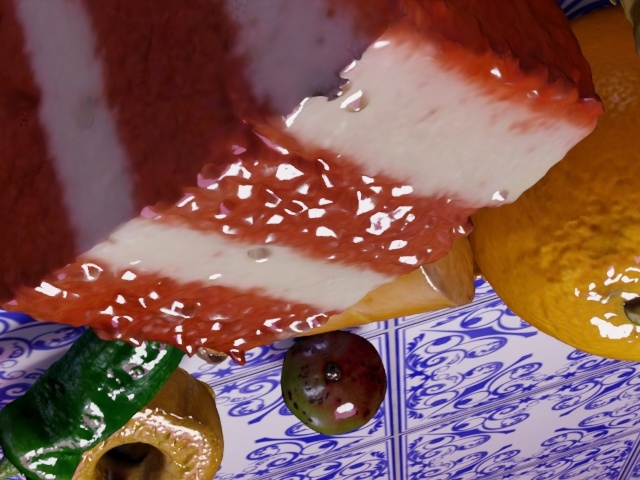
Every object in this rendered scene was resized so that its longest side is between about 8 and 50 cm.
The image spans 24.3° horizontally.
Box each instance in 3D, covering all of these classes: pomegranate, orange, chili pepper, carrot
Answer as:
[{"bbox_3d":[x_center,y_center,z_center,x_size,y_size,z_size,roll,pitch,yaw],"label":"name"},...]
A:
[{"bbox_3d":[0.024,0.171,1.793,0.129,0.129,0.159,-29,163,23],"label":"pomegranate"},{"bbox_3d":[0.269,-0.048,1.253,0.312,0.312,0.312,-16,157,-7],"label":"orange"},{"bbox_3d":[-0.229,0.148,1.489,0.270,0.099,0.136,-46,175,-1],"label":"chili pepper"},{"bbox_3d":[0.000,0.000,1.349,0.254,0.196,0.196,-18,159,24],"label":"carrot"}]

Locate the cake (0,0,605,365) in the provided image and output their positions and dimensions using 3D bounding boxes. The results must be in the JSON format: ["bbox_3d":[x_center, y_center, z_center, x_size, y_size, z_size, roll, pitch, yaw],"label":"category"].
[{"bbox_3d":[-0.035,-0.115,0.912,0.319,0.270,0.269,-31,154,27],"label":"cake"}]

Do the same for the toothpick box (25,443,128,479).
[{"bbox_3d":[-0.263,0.260,1.785,0.184,0.120,0.120,-10,156,-12],"label":"toothpick box"}]

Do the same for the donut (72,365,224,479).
[{"bbox_3d":[-0.217,0.225,1.644,0.226,0.114,0.226,-10,124,-15],"label":"donut"}]

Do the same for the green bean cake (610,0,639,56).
[{"bbox_3d":[0.268,-0.232,0.945,0.229,0.224,0.131,-16,157,-14],"label":"green bean cake"}]
